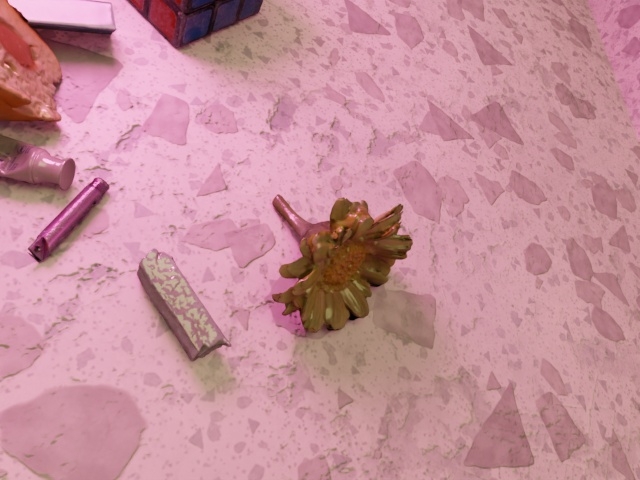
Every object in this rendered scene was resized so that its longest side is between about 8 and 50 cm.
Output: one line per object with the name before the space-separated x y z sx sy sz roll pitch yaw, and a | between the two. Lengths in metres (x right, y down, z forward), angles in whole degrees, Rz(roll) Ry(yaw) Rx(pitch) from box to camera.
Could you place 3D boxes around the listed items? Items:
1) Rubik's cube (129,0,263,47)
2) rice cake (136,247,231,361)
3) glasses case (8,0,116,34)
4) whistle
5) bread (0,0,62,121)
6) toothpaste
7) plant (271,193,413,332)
Rubik's cube | -0.287 -0.677 0.965 0.304 0.305 0.301 45 54 -2
rice cake | -0.236 0.111 0.738 0.063 0.069 0.207 -31 84 -36
glasses case | -0.541 -0.435 0.835 0.265 0.105 0.056 -9 112 -29
whistle | -0.421 -0.040 0.740 0.033 0.033 0.177 32 56 -8
bread | -0.521 -0.310 0.698 0.223 0.211 0.184 7 66 -38
toothpaste | -0.553 -0.148 0.725 0.265 0.061 0.096 16 61 -10
plant | 0.010 0.045 0.851 0.305 0.296 0.262 23 75 -64
